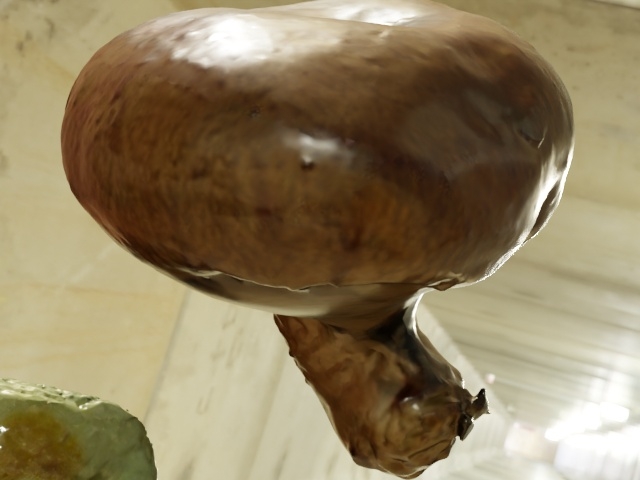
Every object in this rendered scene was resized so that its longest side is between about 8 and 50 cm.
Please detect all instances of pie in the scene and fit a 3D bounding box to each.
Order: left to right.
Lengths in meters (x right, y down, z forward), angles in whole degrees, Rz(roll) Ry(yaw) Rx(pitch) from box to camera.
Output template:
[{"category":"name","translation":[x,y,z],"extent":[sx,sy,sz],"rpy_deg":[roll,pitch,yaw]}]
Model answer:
[{"category":"pie","translation":[-0.231,0.228,0.791],"extent":[0.105,0.257,0.274],"rpy_deg":[-133,59,-75]}]

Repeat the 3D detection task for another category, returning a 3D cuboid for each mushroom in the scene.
[{"category":"mushroom","translation":[-0.008,-0.029,0.583],"extent":[0.254,0.267,0.267],"rpy_deg":[-68,-17,-2]}]
